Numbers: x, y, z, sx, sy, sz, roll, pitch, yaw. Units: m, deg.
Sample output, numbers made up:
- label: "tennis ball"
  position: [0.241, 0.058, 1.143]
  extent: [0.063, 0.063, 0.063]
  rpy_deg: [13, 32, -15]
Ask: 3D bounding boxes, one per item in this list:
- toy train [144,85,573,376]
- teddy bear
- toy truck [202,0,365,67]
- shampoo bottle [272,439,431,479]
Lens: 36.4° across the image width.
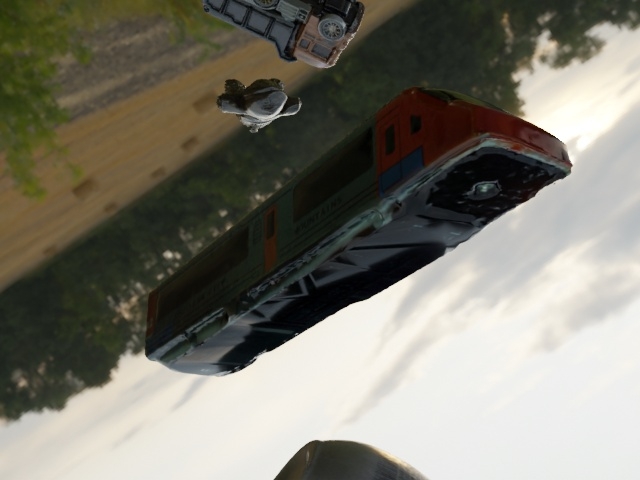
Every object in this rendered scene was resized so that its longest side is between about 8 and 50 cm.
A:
- label: "toy train"
  position: [0.000, 0.000, 0.692]
  extent: [0.409, 0.086, 0.089]
  rpy_deg: [-36, -131, 47]
- label: "teddy bear"
  position: [-0.090, -0.190, 1.375]
  extent: [0.120, 0.077, 0.160]
  rpy_deg: [1, -170, -11]
- label: "toy truck"
  position: [-0.048, -0.287, 1.192]
  extent: [0.092, 0.192, 0.083]
  rpy_deg: [121, -10, -46]
- label: "shampoo bottle"
  position: [0.043, 0.368, 1.033]
  extent: [0.273, 0.266, 0.273]
  rpy_deg: [-56, 180, 0]
